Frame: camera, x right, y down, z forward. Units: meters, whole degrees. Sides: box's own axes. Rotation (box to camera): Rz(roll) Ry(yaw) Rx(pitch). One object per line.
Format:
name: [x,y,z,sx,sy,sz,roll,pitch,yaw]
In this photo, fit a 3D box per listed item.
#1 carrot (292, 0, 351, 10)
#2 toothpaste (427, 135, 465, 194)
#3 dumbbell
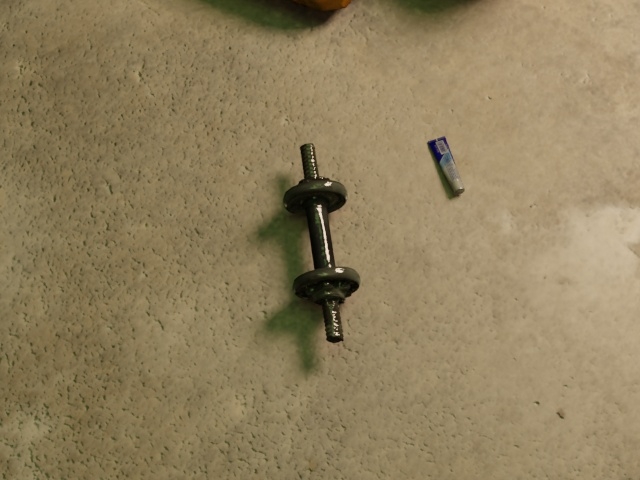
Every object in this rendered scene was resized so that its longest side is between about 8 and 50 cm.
carrot: [-0.088,-0.391,1.645,0.302,0.114,0.114,21,69,10]
toothpaste: [0.160,-0.095,1.566,0.024,0.015,0.083,-19,62,-5]
dumbbell: [0.000,0.000,1.493,0.081,0.081,0.254,-8,67,-2]
